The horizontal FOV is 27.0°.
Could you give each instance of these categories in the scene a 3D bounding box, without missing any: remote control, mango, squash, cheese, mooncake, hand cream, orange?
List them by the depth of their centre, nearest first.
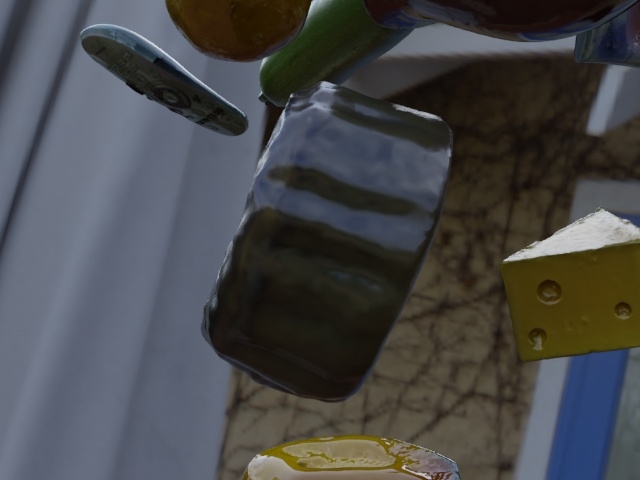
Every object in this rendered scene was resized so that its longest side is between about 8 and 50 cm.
[{"bbox_3d":[0.018,0.175,0.931,0.187,0.066,0.101,-10,15,30],"label":"mango"},{"bbox_3d":[0.241,0.032,1.181,0.126,0.093,0.171,-10,11,19],"label":"cheese"},{"bbox_3d":[0.000,0.000,1.235,0.161,0.290,0.290,21,-10,-5],"label":"mooncake"},{"bbox_3d":[-0.086,-0.261,1.383,0.154,0.155,0.134,12,-13,7],"label":"orange"},{"bbox_3d":[0.433,-0.253,1.622,0.340,0.124,0.077,5,10,-39],"label":"hand cream"},{"bbox_3d":[0.022,-0.251,1.634,0.107,0.107,0.395,17,-23,-23],"label":"squash"},{"bbox_3d":[-0.205,-0.213,1.775,0.256,0.045,0.097,34,-26,-23],"label":"remote control"}]

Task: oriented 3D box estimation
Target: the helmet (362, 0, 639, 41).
[{"bbox_3d":[0.244,-0.328,1.327,0.230,0.385,0.337,37,0,25],"label":"helmet"}]
